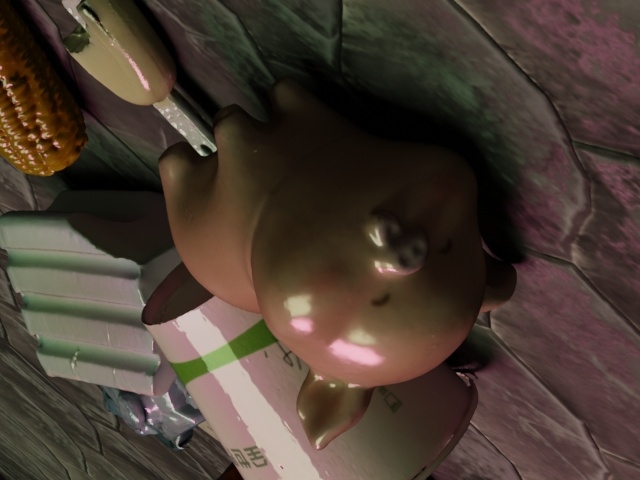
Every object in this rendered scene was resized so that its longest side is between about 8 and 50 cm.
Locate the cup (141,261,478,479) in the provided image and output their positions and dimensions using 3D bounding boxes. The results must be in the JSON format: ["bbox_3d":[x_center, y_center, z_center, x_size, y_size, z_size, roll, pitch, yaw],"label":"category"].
[{"bbox_3d":[-0.023,0.121,1.877,0.274,0.253,0.253,52,157,-16],"label":"cup"}]

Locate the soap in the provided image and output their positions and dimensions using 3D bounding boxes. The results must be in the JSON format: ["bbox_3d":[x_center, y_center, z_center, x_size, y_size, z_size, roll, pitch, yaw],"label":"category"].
[{"bbox_3d":[-0.223,0.053,2.147,0.347,0.115,0.208,3,114,58],"label":"soap"}]

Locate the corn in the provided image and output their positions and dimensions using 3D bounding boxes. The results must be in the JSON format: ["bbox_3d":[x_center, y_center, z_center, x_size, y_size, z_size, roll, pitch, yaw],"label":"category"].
[{"bbox_3d":[-0.346,-0.197,1.914,0.120,0.120,0.363,19,156,43],"label":"corn"}]

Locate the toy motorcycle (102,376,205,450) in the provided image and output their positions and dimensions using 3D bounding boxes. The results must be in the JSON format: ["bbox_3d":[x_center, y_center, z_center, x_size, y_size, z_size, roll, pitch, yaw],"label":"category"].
[{"bbox_3d":[-0.190,0.151,2.371,0.206,0.154,0.260,61,153,5],"label":"toy motorcycle"}]

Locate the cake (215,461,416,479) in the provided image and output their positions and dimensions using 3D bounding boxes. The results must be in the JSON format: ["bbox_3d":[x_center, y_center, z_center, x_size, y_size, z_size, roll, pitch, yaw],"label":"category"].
[{"bbox_3d":[-0.002,0.381,2.327,0.309,0.237,0.230,-3,128,49],"label":"cake"}]

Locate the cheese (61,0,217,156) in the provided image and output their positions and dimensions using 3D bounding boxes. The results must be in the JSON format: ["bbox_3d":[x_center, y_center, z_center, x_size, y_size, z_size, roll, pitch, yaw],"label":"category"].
[{"bbox_3d":[-0.154,-0.146,1.782,0.235,0.050,0.127,45,157,-20],"label":"cheese"}]

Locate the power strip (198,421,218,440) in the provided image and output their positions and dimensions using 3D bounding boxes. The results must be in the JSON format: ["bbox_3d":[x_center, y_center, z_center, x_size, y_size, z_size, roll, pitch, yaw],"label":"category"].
[{"bbox_3d":[-0.050,0.287,2.544,0.367,0.043,0.106,36,159,9],"label":"power strip"}]

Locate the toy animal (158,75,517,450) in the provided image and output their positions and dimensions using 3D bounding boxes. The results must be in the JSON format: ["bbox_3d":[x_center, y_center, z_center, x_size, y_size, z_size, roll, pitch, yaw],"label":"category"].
[{"bbox_3d":[0.000,0.000,1.616,0.269,0.237,0.326,53,162,-12],"label":"toy animal"}]
